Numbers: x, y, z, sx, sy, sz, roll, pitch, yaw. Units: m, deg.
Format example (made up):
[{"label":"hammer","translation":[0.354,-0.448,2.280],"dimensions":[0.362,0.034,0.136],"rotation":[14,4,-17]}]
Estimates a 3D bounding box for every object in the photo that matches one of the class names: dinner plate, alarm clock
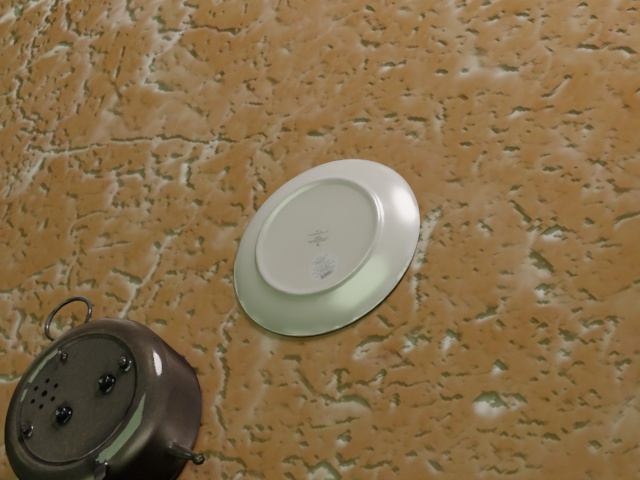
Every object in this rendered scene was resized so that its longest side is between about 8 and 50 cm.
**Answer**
[{"label":"dinner plate","translation":[0.000,0.000,0.878],"dimensions":[0.141,0.017,0.141],"rotation":[-15,53,22]},{"label":"alarm clock","translation":[-0.155,0.103,0.870],"dimensions":[0.129,0.064,0.192],"rotation":[-35,44,5]}]
